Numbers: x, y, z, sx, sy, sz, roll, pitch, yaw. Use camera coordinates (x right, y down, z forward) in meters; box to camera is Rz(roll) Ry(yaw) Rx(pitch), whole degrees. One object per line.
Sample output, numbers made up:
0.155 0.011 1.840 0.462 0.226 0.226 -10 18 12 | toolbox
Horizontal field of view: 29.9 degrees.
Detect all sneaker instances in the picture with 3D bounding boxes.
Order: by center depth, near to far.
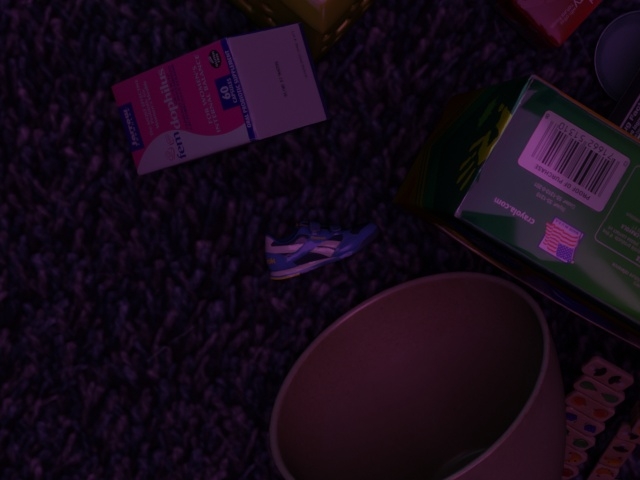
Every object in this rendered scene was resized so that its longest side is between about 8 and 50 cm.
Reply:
0.000 0.000 1.428 0.144 0.053 0.059 -19 93 -5 | sneaker

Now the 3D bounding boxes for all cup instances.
0.144 0.232 1.350 0.331 0.331 0.237 -35 121 -2 | cup

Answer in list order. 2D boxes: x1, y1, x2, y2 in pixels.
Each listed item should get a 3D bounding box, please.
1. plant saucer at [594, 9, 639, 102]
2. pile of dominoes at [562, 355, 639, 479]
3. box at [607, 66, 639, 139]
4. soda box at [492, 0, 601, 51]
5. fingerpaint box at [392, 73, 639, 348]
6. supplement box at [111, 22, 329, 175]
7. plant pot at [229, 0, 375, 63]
0.389 -0.220 1.463 0.119 0.021 0.119 0 93 -5 | plant saucer
0.365 0.242 1.401 0.196 0.040 0.251 15 137 0 | pile of dominoes
0.520 -0.145 1.329 0.183 0.294 0.296 31 91 -47 | box
0.329 -0.345 1.414 0.083 0.092 0.263 43 89 -7 | soda box
0.326 0.012 1.298 0.445 0.371 0.163 30 91 -7 | fingerpaint box
-0.114 -0.152 1.317 0.114 0.220 0.111 -21 96 -41 | supplement box
-0.012 -0.353 1.327 0.227 0.207 0.228 41 89 -6 | plant pot
